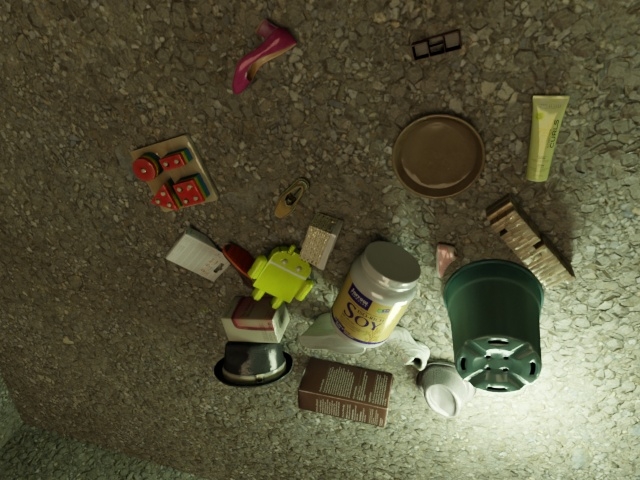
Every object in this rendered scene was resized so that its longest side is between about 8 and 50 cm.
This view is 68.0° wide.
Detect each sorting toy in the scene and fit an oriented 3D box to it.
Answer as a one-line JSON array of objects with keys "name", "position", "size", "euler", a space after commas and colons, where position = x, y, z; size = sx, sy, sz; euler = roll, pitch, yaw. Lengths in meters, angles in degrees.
[{"name": "sorting toy", "position": [-0.539, -0.223, 1.712], "size": [0.255, 0.089, 0.257], "euler": [-10, 119, 22]}]

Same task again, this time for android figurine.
[{"name": "android figurine", "position": [-0.144, 0.134, 1.802], "size": [0.248, 0.056, 0.273], "euler": [30, 109, -21]}]

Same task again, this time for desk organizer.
[{"name": "desk organizer", "position": [0.312, -0.525, 1.280], "size": [0.130, 0.050, 0.047], "euler": [-8, 120, 21]}]

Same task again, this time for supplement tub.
[{"name": "supplement tub", "position": [0.191, 0.192, 1.676], "size": [0.241, 0.241, 0.331], "euler": [23, 126, 1]}]

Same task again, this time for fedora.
[{"name": "fedora", "position": [-0.282, 0.478, 1.992], "size": [0.334, 0.334, 0.153], "euler": [3, 106, 15]}, {"name": "fedora", "position": [0.510, 0.626, 1.940], "size": [0.243, 0.124, 0.275], "euler": [-12, 118, 24]}]

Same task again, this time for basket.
[{"name": "basket", "position": [0.000, 0.000, 1.685], "size": [0.103, 0.113, 0.167], "euler": [22, 126, 4]}]

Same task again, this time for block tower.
[{"name": "block tower", "position": [0.665, 0.011, 1.507], "size": [0.335, 0.091, 0.097], "euler": [43, 125, -12]}]

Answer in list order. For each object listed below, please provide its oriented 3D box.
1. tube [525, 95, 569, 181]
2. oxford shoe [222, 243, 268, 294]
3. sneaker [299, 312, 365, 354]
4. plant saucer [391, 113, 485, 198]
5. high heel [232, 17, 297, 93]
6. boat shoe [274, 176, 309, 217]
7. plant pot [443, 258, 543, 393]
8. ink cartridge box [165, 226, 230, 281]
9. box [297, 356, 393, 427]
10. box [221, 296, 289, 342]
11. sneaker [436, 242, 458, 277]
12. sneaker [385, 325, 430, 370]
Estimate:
[{"name": "tube", "position": [0.629, -0.287, 1.342], "size": [0.070, 0.062, 0.240], "euler": [-15, 121, -22]}, {"name": "oxford shoe", "position": [-0.296, 0.126, 1.870], "size": [0.098, 0.097, 0.271], "euler": [-31, 110, 37]}, {"name": "sneaker", "position": [0.073, 0.348, 1.854], "size": [0.292, 0.169, 0.108], "euler": [-1, 122, 36]}, {"name": "plant saucer", "position": [0.358, -0.256, 1.452], "size": [0.277, 0.041, 0.278], "euler": [8, 124, 11]}, {"name": "high heel", "position": [-0.171, -0.520, 1.411], "size": [0.117, 0.082, 0.244], "euler": [37, 113, 3]}, {"name": "boat shoe", "position": [-0.111, -0.139, 1.649], "size": [0.068, 0.072, 0.190], "euler": [33, 126, -7]}, {"name": "plant pot", "position": [0.575, 0.293, 1.572], "size": [0.341, 0.334, 0.341], "euler": [8, 124, 12]}, {"name": "ink cartridge box", "position": [-0.483, 0.058, 1.920], "size": [0.224, 0.056, 0.181], "euler": [29, 128, -26]}, {"name": "box", "position": [0.108, 0.647, 2.034], "size": [0.381, 0.191, 0.143], "euler": [11, 125, 10]}, {"name": "box", "position": [-0.265, 0.323, 1.957], "size": [0.232, 0.149, 0.127], "euler": [-1, 121, 17]}, {"name": "sneaker", "position": [0.437, 0.073, 1.639], "size": [0.070, 0.051, 0.134], "euler": [4, 120, 20]}, {"name": "sneaker", "position": [0.331, 0.425, 1.865], "size": [0.232, 0.115, 0.090], "euler": [32, 126, -5]}]
